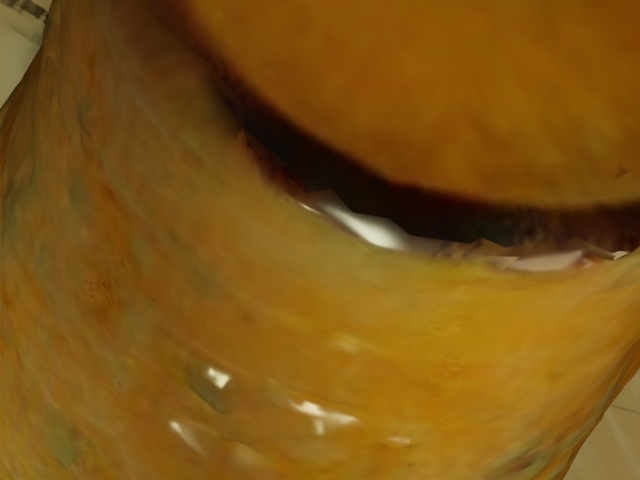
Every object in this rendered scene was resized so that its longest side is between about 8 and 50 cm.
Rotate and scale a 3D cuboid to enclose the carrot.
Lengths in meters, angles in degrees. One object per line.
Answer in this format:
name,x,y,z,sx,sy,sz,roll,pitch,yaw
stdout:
carrot,0.000,0.000,0.565,0.224,0.224,0.340,-32,165,-27
